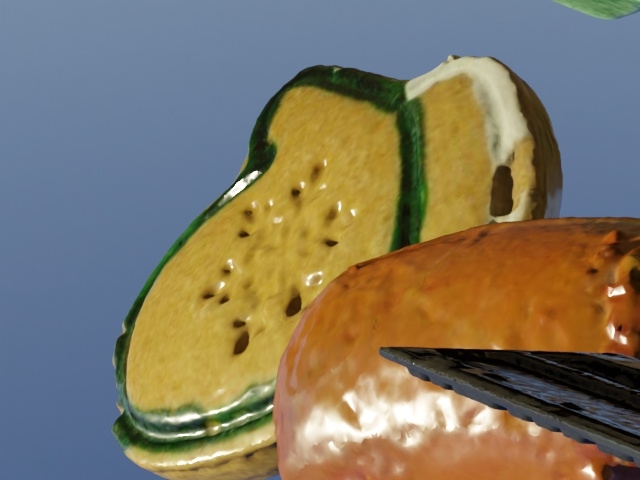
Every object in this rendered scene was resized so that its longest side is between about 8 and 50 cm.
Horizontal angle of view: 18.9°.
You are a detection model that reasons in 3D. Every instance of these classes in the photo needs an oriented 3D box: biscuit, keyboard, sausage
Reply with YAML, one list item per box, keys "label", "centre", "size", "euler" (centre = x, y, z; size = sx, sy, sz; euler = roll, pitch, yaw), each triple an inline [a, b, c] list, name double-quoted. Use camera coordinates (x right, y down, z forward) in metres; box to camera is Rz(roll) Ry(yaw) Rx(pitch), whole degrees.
- label: "biscuit"
  centre: [-0.001, -0.001, 1.159]
  size: [0.344, 0.057, 0.287]
  euler: [-28, -138, 34]
- label: "keyboard"
  centre: [0.083, 0.039, 0.307]
  size: [0.064, 0.010, 0.198]
  euler: [6, -175, -28]
- label: "sausage"
  centre: [0.090, 0.070, 0.870]
  size: [0.268, 0.141, 0.153]
  euler: [-9, 153, 43]

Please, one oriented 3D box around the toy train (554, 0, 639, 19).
- label: "toy train"
  centre: [0.157, -0.159, 0.694]
  size: [0.238, 0.166, 0.299]
  euler: [21, 175, -7]
